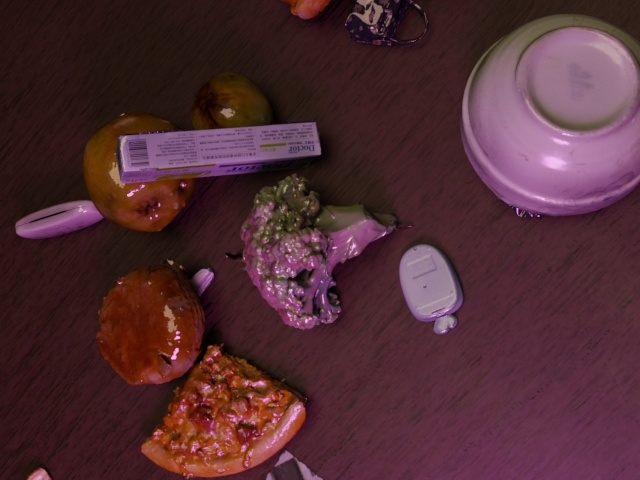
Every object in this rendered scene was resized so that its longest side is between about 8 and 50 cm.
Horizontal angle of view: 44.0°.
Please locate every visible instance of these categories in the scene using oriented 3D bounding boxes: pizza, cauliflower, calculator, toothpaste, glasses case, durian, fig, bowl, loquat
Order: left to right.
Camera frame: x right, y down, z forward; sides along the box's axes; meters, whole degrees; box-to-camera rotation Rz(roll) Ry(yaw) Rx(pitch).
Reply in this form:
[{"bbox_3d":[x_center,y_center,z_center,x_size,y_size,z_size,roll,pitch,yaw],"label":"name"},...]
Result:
[{"bbox_3d":[-0.553,0.508,1.544,0.066,0.052,0.131,-4,83,-18],"label":"durian"},{"bbox_3d":[-0.516,-0.041,1.571,0.193,0.074,0.049,-16,75,19],"label":"glasses case"},{"bbox_3d":[-0.337,-0.141,1.451,0.213,0.213,0.246,-34,56,15],"label":"loquat"},{"bbox_3d":[-0.181,0.297,1.391,0.335,0.086,0.226,-18,78,20],"label":"pizza"},{"bbox_3d":[-0.169,-0.150,1.339,0.336,0.081,0.067,-7,82,-19],"label":"toothpaste"},{"bbox_3d":[-0.162,-0.233,1.429,0.153,0.120,0.136,30,99,22],"label":"fig"},{"bbox_3d":[0.000,0.000,1.313,0.315,0.239,0.256,-20,50,1],"label":"cauliflower"},{"bbox_3d":[0.182,0.079,1.306,0.095,0.021,0.153,-24,72,18],"label":"calculator"},{"bbox_3d":[0.363,-0.201,1.165,0.307,0.163,0.307,-2,77,7],"label":"bowl"}]

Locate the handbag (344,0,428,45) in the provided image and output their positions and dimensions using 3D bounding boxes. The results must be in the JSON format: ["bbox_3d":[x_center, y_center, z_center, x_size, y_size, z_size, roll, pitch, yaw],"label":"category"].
[{"bbox_3d":[0.122,-0.387,1.364,0.139,0.072,0.115,26,92,18],"label":"handbag"}]

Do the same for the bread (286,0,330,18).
[{"bbox_3d":[-0.020,-0.509,1.374,0.120,0.198,0.236,10,85,-12],"label":"bread"}]

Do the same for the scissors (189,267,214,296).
[{"bbox_3d":[-0.270,0.128,1.477,0.204,0.027,0.101,-46,71,12],"label":"scissors"}]

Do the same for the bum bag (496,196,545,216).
[{"bbox_3d":[0.337,-0.135,1.256,0.087,0.049,0.198,12,84,16],"label":"bum bag"}]

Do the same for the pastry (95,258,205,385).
[{"bbox_3d":[-0.303,0.144,1.420,0.218,0.100,0.229,20,99,29],"label":"pastry"}]

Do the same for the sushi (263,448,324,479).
[{"bbox_3d":[-0.038,0.552,1.314,0.292,0.059,0.294,37,96,21],"label":"sushi"}]
